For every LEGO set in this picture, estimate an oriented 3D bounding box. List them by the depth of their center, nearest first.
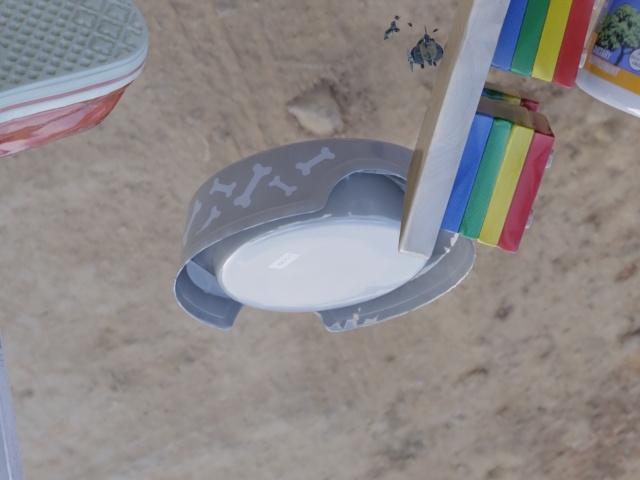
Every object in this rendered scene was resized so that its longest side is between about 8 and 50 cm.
[{"bbox_3d":[0.108,-0.215,1.286,0.054,0.083,0.023,-42,-172,-2],"label":"LEGO set"}]

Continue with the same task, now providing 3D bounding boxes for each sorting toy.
[{"bbox_3d":[0.141,-0.130,0.897,0.257,0.089,0.255,-69,175,-73],"label":"sorting toy"}]

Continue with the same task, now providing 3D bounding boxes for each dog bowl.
[{"bbox_3d":[0.000,0.000,1.359,0.349,0.102,0.348,-7,154,-4],"label":"dog bowl"}]

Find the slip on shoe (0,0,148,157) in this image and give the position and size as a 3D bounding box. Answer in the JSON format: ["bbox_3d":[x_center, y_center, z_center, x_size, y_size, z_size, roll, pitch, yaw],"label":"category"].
[{"bbox_3d":[-0.270,-0.087,0.763,0.331,0.123,0.101,-19,156,-30],"label":"slip on shoe"}]

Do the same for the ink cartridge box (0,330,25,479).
[{"bbox_3d":[-0.554,0.235,1.593,0.261,0.296,0.066,-13,167,0],"label":"ink cartridge box"}]

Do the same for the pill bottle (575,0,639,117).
[{"bbox_3d":[0.325,-0.226,0.941,0.152,0.152,0.272,4,113,-44],"label":"pill bottle"}]
